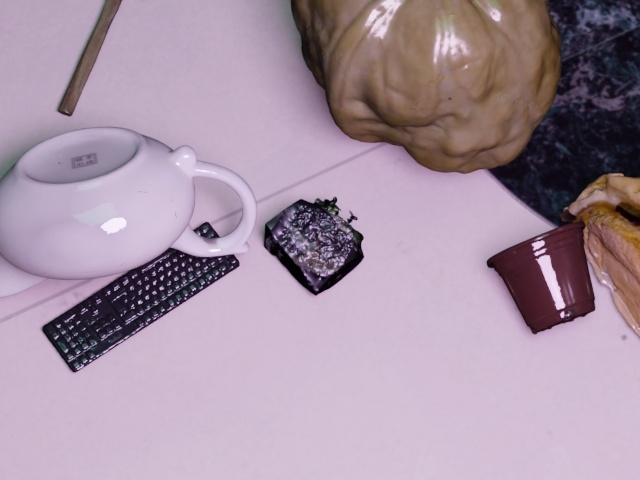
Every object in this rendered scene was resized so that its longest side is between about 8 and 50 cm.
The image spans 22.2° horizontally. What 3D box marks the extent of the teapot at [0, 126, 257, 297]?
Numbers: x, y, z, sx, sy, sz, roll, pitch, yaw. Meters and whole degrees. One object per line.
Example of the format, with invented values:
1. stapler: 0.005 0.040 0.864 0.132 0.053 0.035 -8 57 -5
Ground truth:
1. teapot: -0.214 -0.027 1.624 0.298 0.139 0.204 -8 26 2

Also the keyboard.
1. keyboard: -0.181 0.056 1.660 0.204 0.013 0.061 -33 70 -17

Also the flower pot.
1. flower pot: 0.233 0.042 1.650 0.111 0.111 0.089 -20 81 -12

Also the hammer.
1. hammer: -0.249 -0.215 1.785 0.062 0.017 0.182 18 66 6

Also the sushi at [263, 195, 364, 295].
1. sushi: 0.000 0.000 1.674 0.084 0.056 0.083 -36 71 -17

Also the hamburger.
1. hamburger: 0.353 -0.002 1.653 0.135 0.155 0.208 -24 61 -19

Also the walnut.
1. walnut: 0.112 -0.213 1.664 0.282 0.277 0.253 15 72 17
